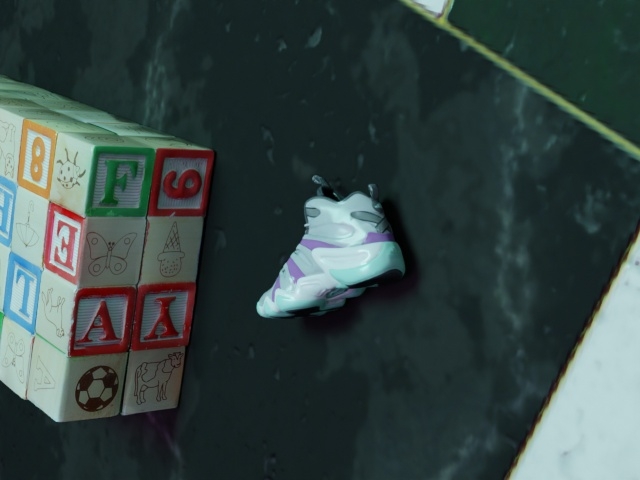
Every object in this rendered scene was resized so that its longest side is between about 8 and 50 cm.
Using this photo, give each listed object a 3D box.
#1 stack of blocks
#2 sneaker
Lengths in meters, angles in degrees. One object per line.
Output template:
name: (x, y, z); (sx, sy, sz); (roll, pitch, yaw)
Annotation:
stack of blocks: (-0.203, -0.011, 0.803); (0.297, 0.087, 0.171); (23, 108, 47)
sneaker: (0.000, 0.000, 0.610); (0.098, 0.038, 0.069); (-24, 71, 37)
